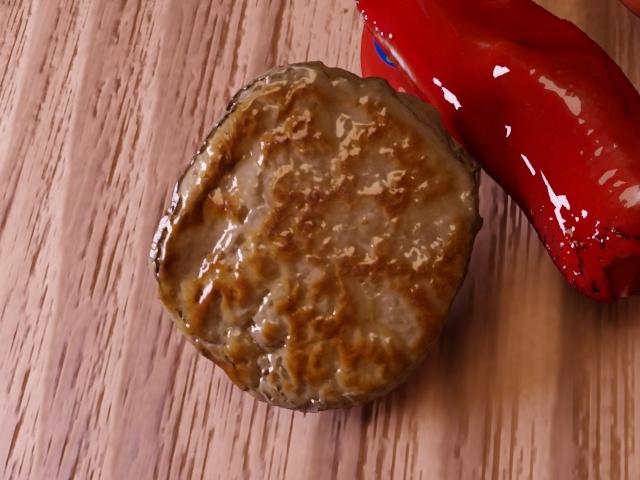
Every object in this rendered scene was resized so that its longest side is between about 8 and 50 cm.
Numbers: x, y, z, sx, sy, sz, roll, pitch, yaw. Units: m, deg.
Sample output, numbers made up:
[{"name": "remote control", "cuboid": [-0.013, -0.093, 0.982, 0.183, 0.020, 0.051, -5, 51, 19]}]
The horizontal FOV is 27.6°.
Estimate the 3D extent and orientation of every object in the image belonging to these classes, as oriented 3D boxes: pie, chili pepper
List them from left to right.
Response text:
[{"name": "pie", "cuboid": [0.000, 0.000, 0.778, 0.179, 0.084, 0.205, 27, 96, 2]}, {"name": "chili pepper", "cuboid": [0.138, -0.067, 0.783, 0.110, 0.110, 0.387, -35, 59, -3]}]

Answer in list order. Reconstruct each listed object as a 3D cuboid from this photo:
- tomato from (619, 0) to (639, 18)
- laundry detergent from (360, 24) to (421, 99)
[{"name": "tomato", "cuboid": [0.264, -0.209, 0.789, 0.208, 0.184, 0.208, -15, 52, 21]}, {"name": "laundry detergent", "cuboid": [0.072, -0.118, 0.897, 0.097, 0.049, 0.165, 2, 61, 17]}]
